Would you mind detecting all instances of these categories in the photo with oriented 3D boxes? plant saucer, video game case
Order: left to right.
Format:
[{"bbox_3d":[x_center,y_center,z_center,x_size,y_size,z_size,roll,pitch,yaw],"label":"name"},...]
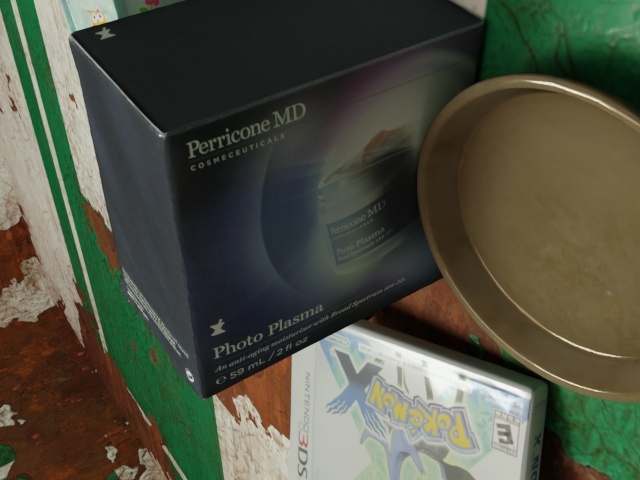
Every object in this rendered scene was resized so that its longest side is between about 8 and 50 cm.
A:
[{"bbox_3d":[0.087,0.250,0.919,0.329,0.036,0.300,15,109,42],"label":"video game case"},{"bbox_3d":[0.189,-0.001,0.634,0.278,0.041,0.278,35,142,33],"label":"plant saucer"}]

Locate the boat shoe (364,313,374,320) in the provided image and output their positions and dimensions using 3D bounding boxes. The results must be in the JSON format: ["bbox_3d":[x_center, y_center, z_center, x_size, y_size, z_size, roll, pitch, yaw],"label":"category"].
[{"bbox_3d":[-0.001,0.000,1.009,0.223,0.080,0.073,56,-174,-10],"label":"boat shoe"}]

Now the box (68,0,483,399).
[{"bbox_3d":[-0.033,-0.062,0.743,0.183,0.296,0.294,44,148,38],"label":"box"}]

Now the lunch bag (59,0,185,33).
[{"bbox_3d":[-0.175,-0.350,0.845,0.160,0.223,0.262,7,117,55],"label":"lunch bag"}]
